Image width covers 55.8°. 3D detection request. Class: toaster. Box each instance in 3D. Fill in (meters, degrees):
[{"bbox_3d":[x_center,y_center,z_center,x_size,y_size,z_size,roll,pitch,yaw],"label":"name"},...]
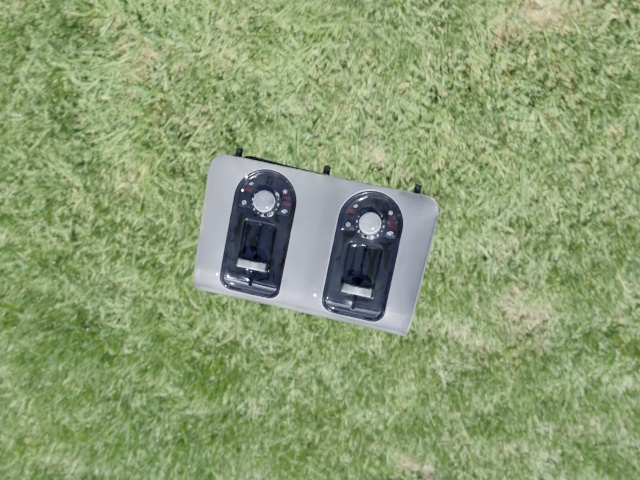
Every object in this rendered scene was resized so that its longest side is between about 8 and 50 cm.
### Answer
[{"bbox_3d":[0.000,0.000,0.499,0.167,0.185,0.110,13,92,5],"label":"toaster"}]
